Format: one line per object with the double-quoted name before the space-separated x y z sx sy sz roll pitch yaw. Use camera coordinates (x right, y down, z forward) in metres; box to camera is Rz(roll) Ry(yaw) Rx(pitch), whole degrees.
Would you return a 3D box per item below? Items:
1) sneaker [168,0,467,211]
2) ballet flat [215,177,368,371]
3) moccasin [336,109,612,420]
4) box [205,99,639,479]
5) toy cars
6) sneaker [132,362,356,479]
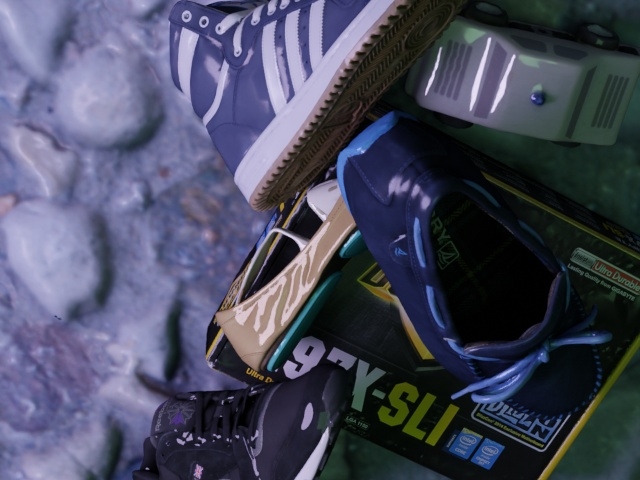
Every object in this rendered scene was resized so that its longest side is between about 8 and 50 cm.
"sneaker" -0.011 -0.164 1.070 0.153 0.099 0.282 54 128 17
"ballet flat" 0.000 0.000 1.127 0.073 0.080 0.232 42 103 12
"moccasin" 0.123 0.051 1.087 0.138 0.117 0.342 -46 130 2
"box" 0.100 0.055 1.235 0.322 0.079 0.257 27 109 -15
"toy cars" 0.108 -0.195 1.114 0.176 0.087 0.393 -34 115 14
"sneaker" -0.076 0.169 1.197 0.124 0.107 0.283 30 140 -9
